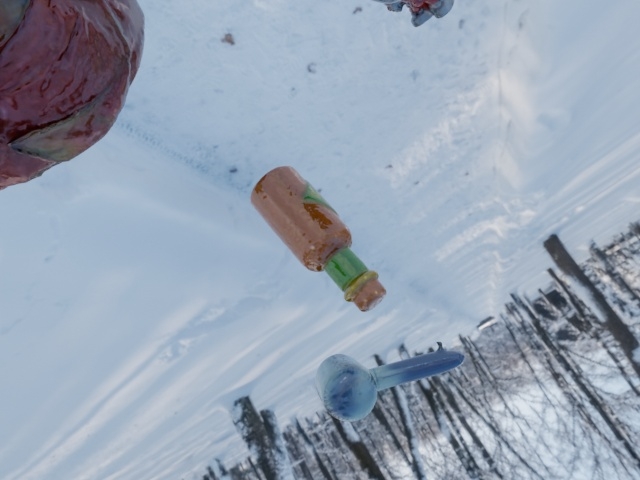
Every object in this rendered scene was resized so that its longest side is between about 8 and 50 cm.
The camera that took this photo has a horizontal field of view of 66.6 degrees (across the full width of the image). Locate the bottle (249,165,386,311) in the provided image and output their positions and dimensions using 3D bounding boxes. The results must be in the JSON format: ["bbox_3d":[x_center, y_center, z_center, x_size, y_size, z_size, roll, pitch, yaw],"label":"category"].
[{"bbox_3d":[0.000,0.000,0.534,0.069,0.187,0.069,-34,158,-16],"label":"bottle"}]

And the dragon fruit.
[{"bbox_3d":[-0.371,-0.220,0.474,0.240,0.302,0.330,-2,157,21],"label":"dragon fruit"}]

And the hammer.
[{"bbox_3d":[0.090,0.169,0.620,0.194,0.069,0.116,-13,177,-8],"label":"hammer"}]

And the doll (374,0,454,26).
[{"bbox_3d":[0.066,-0.258,0.466,0.094,0.079,0.180,-3,173,42],"label":"doll"}]
